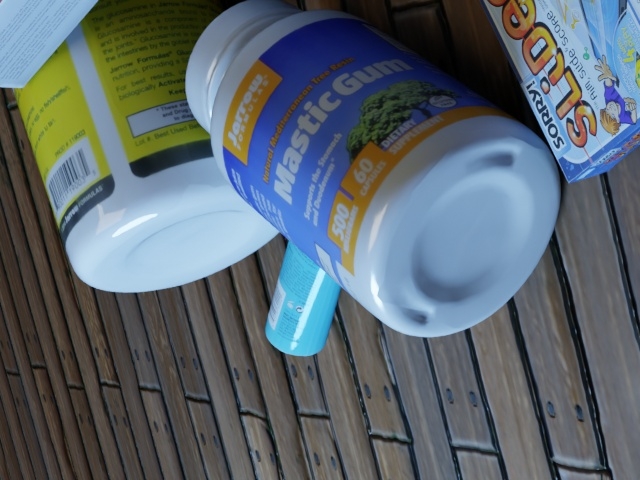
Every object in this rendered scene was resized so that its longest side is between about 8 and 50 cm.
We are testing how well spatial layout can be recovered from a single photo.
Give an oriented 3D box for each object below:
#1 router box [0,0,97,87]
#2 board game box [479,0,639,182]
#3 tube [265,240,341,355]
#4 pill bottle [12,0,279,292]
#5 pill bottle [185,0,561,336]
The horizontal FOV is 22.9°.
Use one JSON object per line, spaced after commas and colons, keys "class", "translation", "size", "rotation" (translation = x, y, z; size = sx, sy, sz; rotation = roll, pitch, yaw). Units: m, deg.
{"class": "router box", "translation": [-0.214, -0.324, 1.142], "size": [0.335, 0.082, 0.301], "rotation": [-40, 64, 40]}
{"class": "board game box", "translation": [0.145, -0.151, 0.908], "size": [0.201, 0.035, 0.136], "rotation": [65, 151, 13]}
{"class": "tube", "translation": [0.000, 0.000, 1.251], "size": [0.080, 0.052, 0.207], "rotation": [48, 138, 35]}
{"class": "pill bottle", "translation": [-0.158, -0.141, 1.290], "size": [0.334, 0.188, 0.188], "rotation": [69, 153, 19]}
{"class": "pill bottle", "translation": [0.020, -0.064, 1.059], "size": [0.272, 0.152, 0.152], "rotation": [40, 139, 44]}
